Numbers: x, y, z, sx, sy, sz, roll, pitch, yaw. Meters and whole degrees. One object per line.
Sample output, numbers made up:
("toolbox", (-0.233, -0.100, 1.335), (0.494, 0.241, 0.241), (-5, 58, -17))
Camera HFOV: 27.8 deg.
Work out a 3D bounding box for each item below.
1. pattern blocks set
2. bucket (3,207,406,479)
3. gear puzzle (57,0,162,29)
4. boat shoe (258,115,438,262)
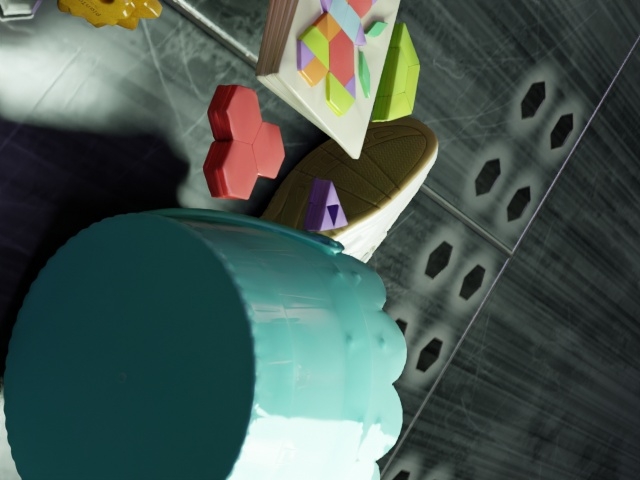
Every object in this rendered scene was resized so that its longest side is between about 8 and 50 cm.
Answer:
("pattern blocks set", (0.010, -0.169, 0.993), (0.285, 0.026, 0.325), (18, 76, -58))
("bucket", (-0.093, 0.109, 0.979), (0.183, 0.281, 0.281), (16, 103, -55))
("gear puzzle", (-0.148, -0.216, 0.719), (0.339, 0.175, 0.044), (98, 5, -64))
("boat shoe", (0.000, 0.000, 1.171), (0.277, 0.098, 0.096), (-41, 144, -9))
